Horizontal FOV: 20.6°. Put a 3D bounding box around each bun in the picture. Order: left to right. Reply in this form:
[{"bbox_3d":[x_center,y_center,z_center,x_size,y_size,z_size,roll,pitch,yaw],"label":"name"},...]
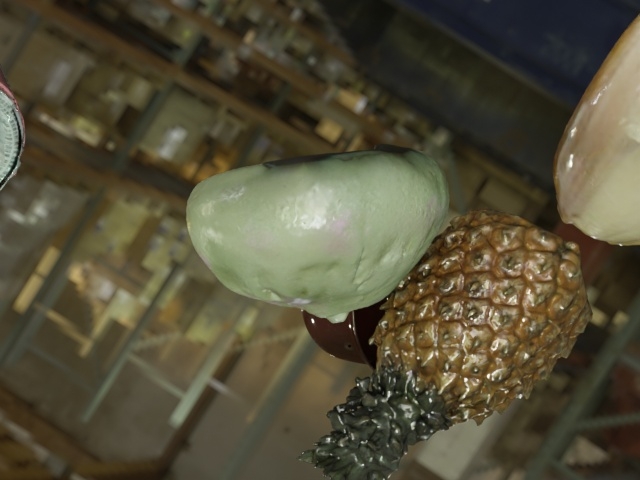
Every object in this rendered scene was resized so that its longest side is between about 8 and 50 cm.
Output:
[{"bbox_3d":[0.000,0.000,1.869,0.283,0.179,0.283,-8,178,0],"label":"bun"}]

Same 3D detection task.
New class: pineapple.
[{"bbox_3d":[0.130,0.140,1.903,0.202,0.362,0.202,36,161,15],"label":"pineapple"}]

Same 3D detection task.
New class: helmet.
[{"bbox_3d":[0.031,0.086,2.138,0.106,0.175,0.155,-11,162,24],"label":"helmet"}]

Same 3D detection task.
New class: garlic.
[{"bbox_3d":[0.237,-0.088,1.131,0.115,0.206,0.128,31,180,26],"label":"garlic"}]

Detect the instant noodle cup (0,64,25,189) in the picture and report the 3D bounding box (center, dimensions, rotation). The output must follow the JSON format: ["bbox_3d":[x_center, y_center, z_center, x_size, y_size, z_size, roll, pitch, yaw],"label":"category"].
[{"bbox_3d":[-0.373,-0.145,1.498,0.244,0.244,0.255,27,-161,-47],"label":"instant noodle cup"}]
